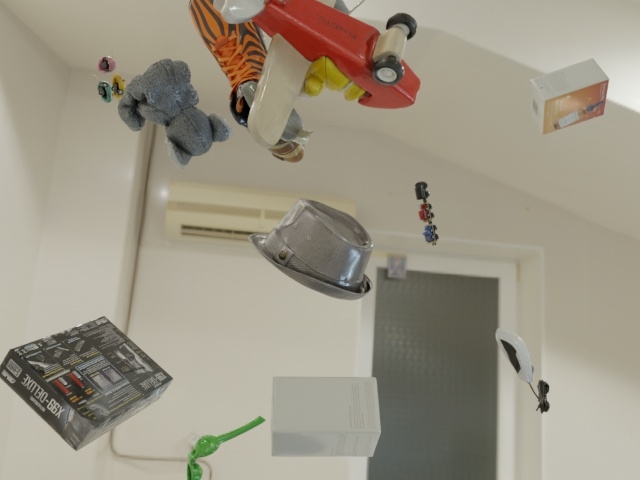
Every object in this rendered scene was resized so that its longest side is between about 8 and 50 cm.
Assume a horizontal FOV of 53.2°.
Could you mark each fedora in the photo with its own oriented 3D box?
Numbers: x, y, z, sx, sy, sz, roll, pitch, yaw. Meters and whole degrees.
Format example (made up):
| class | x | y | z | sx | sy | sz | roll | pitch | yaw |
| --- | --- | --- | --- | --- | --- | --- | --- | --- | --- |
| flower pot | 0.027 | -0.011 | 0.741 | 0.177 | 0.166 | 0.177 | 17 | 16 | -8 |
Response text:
| class | x | y | z | sx | sy | sz | roll | pitch | yaw |
| --- | --- | --- | --- | --- | --- | --- | --- | --- | --- |
| fedora | 0.000 | 0.000 | 1.245 | 0.244 | 0.124 | 0.275 | 13 | 19 | -38 |

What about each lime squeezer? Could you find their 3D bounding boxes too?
| class | x | y | z | sx | sy | sz | roll | pitch | yaw |
| --- | --- | --- | --- | --- | --- | --- | --- | --- | --- |
| lime squeezer | -0.259 | 0.509 | 1.446 | 0.059 | 0.310 | 0.110 | 24 | -14 | 47 |

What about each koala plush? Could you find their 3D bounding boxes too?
| class | x | y | z | sx | sy | sz | roll | pitch | yaw |
| --- | --- | --- | --- | --- | --- | --- | --- | --- | --- |
| koala plush | -0.329 | -0.287 | 1.482 | 0.196 | 0.221 | 0.203 | -34 | 2 | -25 |

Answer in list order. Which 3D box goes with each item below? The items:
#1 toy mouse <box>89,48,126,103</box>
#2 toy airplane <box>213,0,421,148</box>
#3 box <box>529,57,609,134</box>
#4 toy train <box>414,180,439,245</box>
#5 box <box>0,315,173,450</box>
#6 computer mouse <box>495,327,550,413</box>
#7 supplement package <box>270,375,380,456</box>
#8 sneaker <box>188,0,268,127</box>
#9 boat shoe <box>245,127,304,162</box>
| class | x | y | z | sx | sy | sz | roll | pitch | yaw |
| --- | --- | --- | --- | --- | --- | --- | --- | --- | --- |
| toy mouse | -0.544 | -0.415 | 1.643 | 0.143 | 0.160 | 0.031 | 23 | 29 | 38 |
| toy airplane | -0.034 | -0.378 | 1.252 | 0.386 | 0.384 | 0.272 | -22 | -12 | -26 |
| box | 0.642 | -0.373 | 1.661 | 0.171 | 0.091 | 0.130 | -19 | -38 | 4 |
| toy train | 0.253 | -0.065 | 1.529 | 0.036 | 0.158 | 0.027 | -8 | -6 | -40 |
| box | -0.507 | 0.301 | 1.417 | 0.242 | 0.076 | 0.307 | 39 | 17 | 10 |
| computer mouse | 0.445 | 0.271 | 1.384 | 0.042 | 0.193 | 0.106 | -32 | -1 | 28 |
| supplement package | 0.005 | 0.302 | 1.095 | 0.179 | 0.105 | 0.105 | 2 | -40 | -5 |
| sneaker | -0.163 | -0.364 | 1.324 | 0.125 | 0.180 | 0.321 | -28 | -60 | 21 |
| boat shoe | -0.133 | -0.299 | 1.722 | 0.123 | 0.324 | 0.120 | -35 | -52 | 2 |
